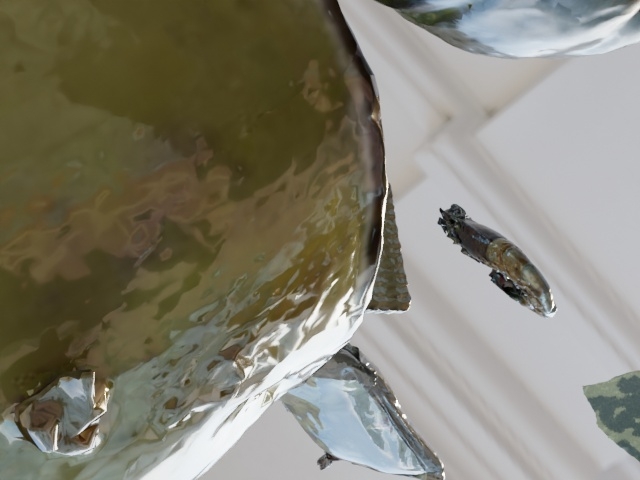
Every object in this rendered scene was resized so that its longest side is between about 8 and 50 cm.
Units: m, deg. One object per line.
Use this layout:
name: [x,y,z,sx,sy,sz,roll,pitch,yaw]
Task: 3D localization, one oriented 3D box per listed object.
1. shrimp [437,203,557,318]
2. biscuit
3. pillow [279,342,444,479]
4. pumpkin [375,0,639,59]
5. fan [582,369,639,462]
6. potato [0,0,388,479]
shrimp: [0.157,0.022,1.216,0.161,0.034,0.091,44,165,47]
biscuit: [0.000,0.000,1.525,0.254,0.029,0.172,6,-111,-45]
pillow: [0.023,0.171,1.395,0.255,0.169,0.059,56,-138,-45]
pumpkin: [0.074,-0.167,0.434,0.224,0.157,0.223,0,-91,-28]
fan: [0.346,0.154,1.166,0.240,0.009,0.131,2,-105,-1]
potato: [-0.230,-0.045,0.562,0.319,0.385,0.442,-31,-102,-34]
